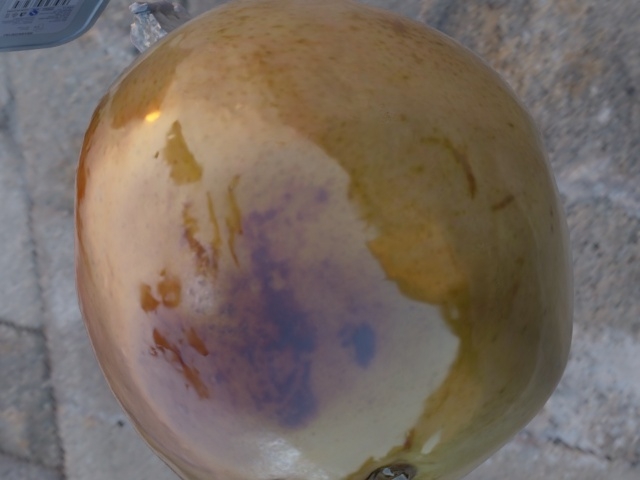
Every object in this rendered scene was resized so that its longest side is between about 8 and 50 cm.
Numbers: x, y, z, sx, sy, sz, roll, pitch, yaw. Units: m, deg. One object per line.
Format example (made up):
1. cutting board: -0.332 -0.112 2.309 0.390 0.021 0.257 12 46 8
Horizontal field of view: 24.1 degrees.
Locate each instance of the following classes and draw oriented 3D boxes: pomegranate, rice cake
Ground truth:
1. pomegranate: 0.000 0.000 0.862 0.319 0.319 0.319 14 119 26
2. rice cake: -0.050 -0.098 1.187 0.270 0.055 0.049 42 130 11

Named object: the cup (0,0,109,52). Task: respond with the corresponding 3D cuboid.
1. cup: -0.164 -0.183 0.844 0.095 0.128 0.129 -41 66 49
